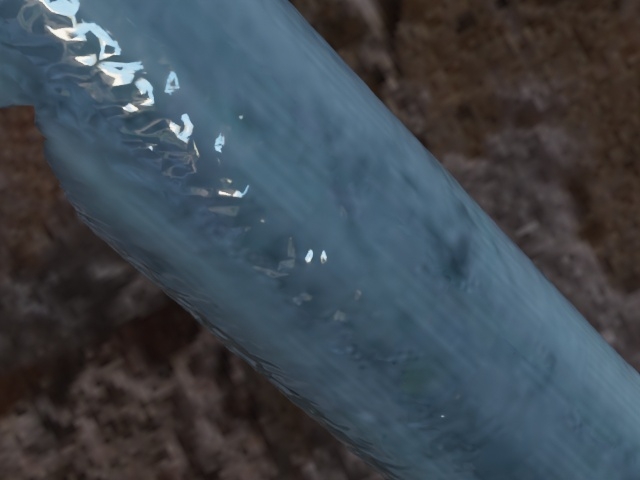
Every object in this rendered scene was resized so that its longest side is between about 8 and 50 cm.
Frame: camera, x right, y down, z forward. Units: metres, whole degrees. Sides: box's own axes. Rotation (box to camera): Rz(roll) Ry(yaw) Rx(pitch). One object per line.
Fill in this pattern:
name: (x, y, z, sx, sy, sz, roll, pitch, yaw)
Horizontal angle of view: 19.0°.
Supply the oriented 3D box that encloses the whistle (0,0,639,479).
whistle: (0.000, 0.000, 0.400, 0.312, 0.062, 0.062, 43, 31, -38)
